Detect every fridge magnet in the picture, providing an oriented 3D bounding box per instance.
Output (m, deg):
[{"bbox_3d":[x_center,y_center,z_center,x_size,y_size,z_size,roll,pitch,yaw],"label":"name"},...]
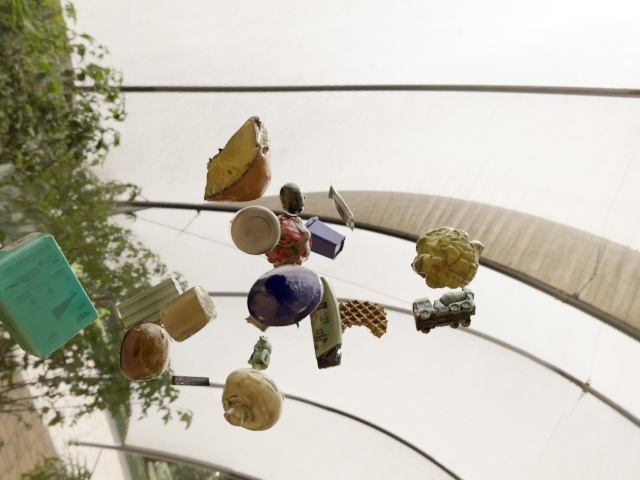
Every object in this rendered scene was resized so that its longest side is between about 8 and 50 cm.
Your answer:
[{"bbox_3d":[-0.120,0.187,1.479,0.265,0.265,0.113,43,-25,46],"label":"fridge magnet"}]

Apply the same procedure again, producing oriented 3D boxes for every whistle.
[{"bbox_3d":[-0.285,0.552,2.055,0.092,0.245,0.110,-15,-53,26],"label":"whistle"}]

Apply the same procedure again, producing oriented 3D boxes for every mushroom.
[{"bbox_3d":[-0.261,0.584,1.578,0.245,0.202,0.246,11,-67,28],"label":"mushroom"}]

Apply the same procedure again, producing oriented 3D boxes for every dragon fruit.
[{"bbox_3d":[-0.158,0.006,2.063,0.231,0.236,0.303,96,-11,-56],"label":"dragon fruit"}]

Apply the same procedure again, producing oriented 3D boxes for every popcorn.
[{"bbox_3d":[0.454,0.062,1.565,0.195,0.254,0.256,45,14,-46],"label":"popcorn"}]

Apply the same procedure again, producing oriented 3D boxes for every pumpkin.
[{"bbox_3d":[-0.140,-0.207,2.168,0.167,0.125,0.167,42,-32,33],"label":"pumpkin"}]

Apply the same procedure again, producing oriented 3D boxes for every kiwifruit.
[{"bbox_3d":[-0.701,0.436,1.749,0.196,0.195,0.234,117,-36,-55],"label":"kiwifruit"}]

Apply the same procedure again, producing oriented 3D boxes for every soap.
[{"bbox_3d":[-0.734,0.295,1.928,0.160,0.265,0.087,59,-9,14],"label":"soap"}]

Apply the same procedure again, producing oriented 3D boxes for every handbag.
[{"bbox_3d":[-0.269,0.363,2.116,0.117,0.173,0.095,43,-14,10],"label":"handbag"}]

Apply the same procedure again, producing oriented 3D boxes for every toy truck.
[{"bbox_3d":[0.480,0.262,1.692,0.140,0.256,0.108,-99,177,-52],"label":"toy truck"}]

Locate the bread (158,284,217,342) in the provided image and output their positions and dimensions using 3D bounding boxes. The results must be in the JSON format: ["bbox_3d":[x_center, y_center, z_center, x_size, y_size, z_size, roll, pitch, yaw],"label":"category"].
[{"bbox_3d":[-0.413,0.230,1.381,0.134,0.141,0.148,57,-1,-10],"label":"bread"}]

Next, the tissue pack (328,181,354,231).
[{"bbox_3d":[0.086,-0.134,1.789,0.193,0.026,0.123,58,-9,20],"label":"tissue pack"}]

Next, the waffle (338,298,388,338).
[{"bbox_3d":[0.199,0.402,2.248,0.260,0.292,0.069,-80,172,-54],"label":"waffle"}]

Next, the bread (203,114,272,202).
[{"bbox_3d":[-0.225,-0.206,1.282,0.262,0.162,0.205,-30,-135,35],"label":"bread"}]

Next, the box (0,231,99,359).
[{"bbox_3d":[-0.824,0.158,1.271,0.118,0.205,0.312,5,-55,32],"label":"box"}]

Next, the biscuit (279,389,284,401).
[{"bbox_3d":[-0.247,0.678,1.807,0.153,0.234,0.030,55,18,-3],"label":"biscuit"}]

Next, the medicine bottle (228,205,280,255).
[{"bbox_3d":[-0.233,-0.035,1.490,0.288,0.156,0.157,-172,-113,-75],"label":"medicine bottle"}]

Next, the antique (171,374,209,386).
[{"bbox_3d":[-0.414,0.453,1.407,0.192,0.015,0.031,42,32,-63],"label":"antique"}]

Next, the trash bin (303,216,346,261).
[{"bbox_3d":[0.000,0.000,2.345,0.234,0.184,0.163,26,-48,18],"label":"trash bin"}]

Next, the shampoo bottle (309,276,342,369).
[{"bbox_3d":[0.021,0.328,1.765,0.134,0.078,0.360,-22,-115,30],"label":"shampoo bottle"}]
